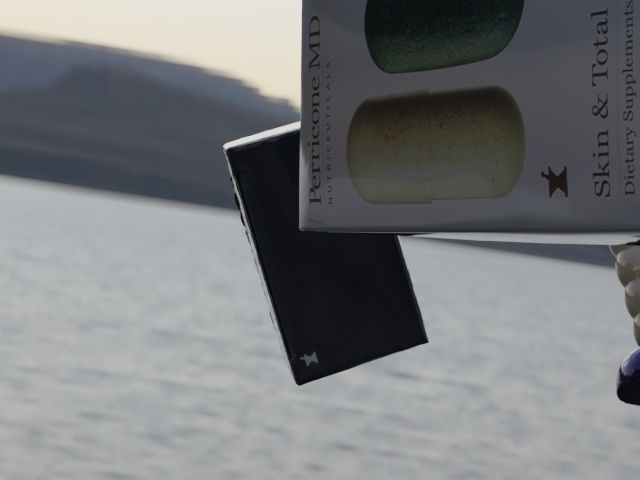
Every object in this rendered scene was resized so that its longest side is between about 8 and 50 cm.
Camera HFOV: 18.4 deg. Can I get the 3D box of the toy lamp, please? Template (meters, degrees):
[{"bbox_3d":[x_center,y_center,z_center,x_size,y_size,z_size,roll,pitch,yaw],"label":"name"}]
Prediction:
[{"bbox_3d":[0.219,-0.016,1.441,0.080,0.275,0.080,-6,-28,-3],"label":"toy lamp"}]

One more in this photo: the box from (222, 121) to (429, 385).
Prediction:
[{"bbox_3d":[0.000,0.000,1.298,0.093,0.156,0.158,-17,5,-2],"label":"box"}]

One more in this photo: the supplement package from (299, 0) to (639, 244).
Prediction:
[{"bbox_3d":[0.140,-0.097,0.769,0.198,0.199,0.262,1,0,-30],"label":"supplement package"}]
